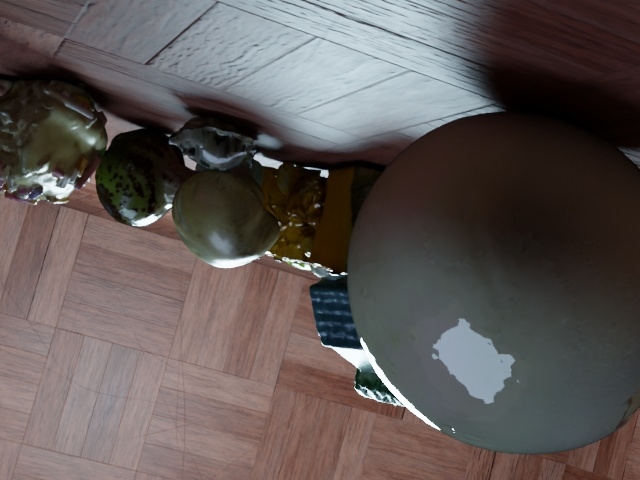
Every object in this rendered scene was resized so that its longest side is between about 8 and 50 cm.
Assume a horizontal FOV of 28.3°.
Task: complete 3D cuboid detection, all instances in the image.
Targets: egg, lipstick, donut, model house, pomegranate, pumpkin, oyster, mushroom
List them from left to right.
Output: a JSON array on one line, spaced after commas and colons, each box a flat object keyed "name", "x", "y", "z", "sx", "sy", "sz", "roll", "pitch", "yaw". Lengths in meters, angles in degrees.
[{"name": "donut", "x": -0.449, "y": -0.146, "z": 1.580, "sx": 0.371, "sy": 0.150, "sz": 0.307, "roll": 15, "pitch": 175, "yaw": 0}, {"name": "pomegranate", "x": -0.225, "y": -0.088, "z": 1.688, "sx": 0.163, "sy": 0.126, "sz": 0.138, "roll": -12, "pitch": -156, "yaw": 31}, {"name": "oyster", "x": -0.126, "y": -0.115, "z": 1.521, "sx": 0.108, "sy": 0.053, "sz": 0.166, "roll": -3, "pitch": 168, "yaw": -2}, {"name": "lipstick", "x": -0.139, "y": -0.097, "z": 1.745, "sx": 0.063, "sy": 0.057, "sz": 0.186, "roll": 15, "pitch": 180, "yaw": -23}, {"name": "mushroom", "x": -0.121, "y": -0.030, "z": 1.602, "sx": 0.148, "sy": 0.112, "sz": 0.148, "roll": 27, "pitch": 142, "yaw": 24}, {"name": "pumpkin", "x": 0.018, "y": -0.023, "z": 1.589, "sx": 0.280, "sy": 0.139, "sz": 0.190, "roll": 11, "pitch": 177, "yaw": 15}, {"name": "model house", "x": 0.099, "y": 0.069, "z": 1.822, "sx": 0.194, "sy": 0.267, "sz": 0.325, "roll": 4, "pitch": 157, "yaw": 37}, {"name": "egg", "x": 0.162, "y": 0.031, "z": 1.059, "sx": 0.283, "sy": 0.283, "sz": 0.345, "roll": 13, "pitch": 162, "yaw": 23}]

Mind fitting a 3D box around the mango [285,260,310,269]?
[{"name": "mango", "x": 0.000, "y": 0.001, "z": 2.087, "sx": 0.178, "sy": 0.100, "sz": 0.119, "roll": 7, "pitch": 172, "yaw": 3}]
